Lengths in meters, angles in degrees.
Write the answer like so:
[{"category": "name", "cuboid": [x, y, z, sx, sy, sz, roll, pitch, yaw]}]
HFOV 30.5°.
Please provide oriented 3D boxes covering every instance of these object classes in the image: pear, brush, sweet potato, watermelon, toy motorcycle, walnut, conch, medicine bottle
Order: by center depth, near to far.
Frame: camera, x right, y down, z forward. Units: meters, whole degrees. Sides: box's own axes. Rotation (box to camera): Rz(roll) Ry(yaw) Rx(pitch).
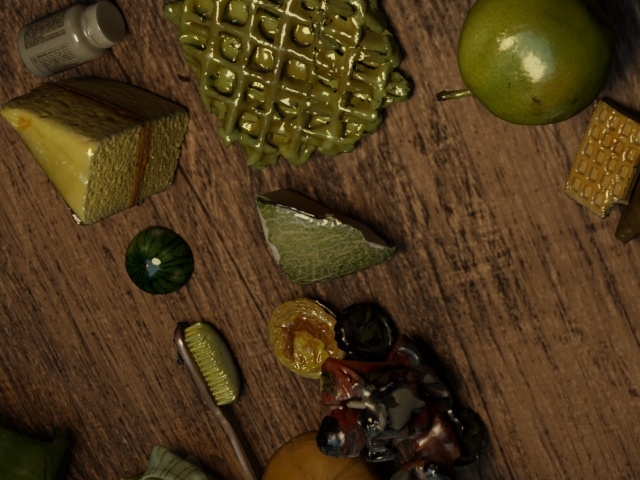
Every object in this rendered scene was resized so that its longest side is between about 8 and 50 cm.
[{"category": "pear", "cuboid": [0.230, -0.205, 1.355, 0.216, 0.166, 0.180, -37, 110, 24]}, {"category": "sweet potato", "cuboid": [0.422, -0.088, 1.393, 0.077, 0.077, 0.244, 23, 127, 11]}, {"category": "toy motorcycle", "cuboid": [0.131, 0.281, 1.613, 0.401, 0.207, 0.134, 48, 148, -7]}, {"category": "medicine bottle", "cuboid": [-0.342, -0.279, 1.615, 0.140, 0.079, 0.079, -15, 107, 28]}, {"category": "walnut", "cuboid": [0.009, 0.369, 1.700, 0.193, 0.226, 0.193, -4, 73, 13]}, {"category": "watermelon", "cuboid": [-0.244, 0.035, 1.734, 0.105, 0.062, 0.105, 5, 109, 14]}, {"category": "brush", "cuboid": [-0.134, 0.256, 1.794, 0.067, 0.072, 0.313, -19, 106, 15]}, {"category": "conch", "cuboid": [-0.218, 0.413, 1.841, 0.386, 0.169, 0.203, -13, 116, 28]}]

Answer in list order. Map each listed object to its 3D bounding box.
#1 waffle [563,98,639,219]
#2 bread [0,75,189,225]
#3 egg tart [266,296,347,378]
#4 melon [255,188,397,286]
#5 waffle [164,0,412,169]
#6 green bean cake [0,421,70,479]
[{"category": "waffle", "cuboid": [0.349, -0.094, 1.422, 0.092, 0.021, 0.135, 40, 129, 40]}, {"category": "bread", "cuboid": [-0.315, -0.132, 1.587, 0.178, 0.240, 0.135, 24, 115, 15]}, {"category": "egg tart", "cuboid": [-0.018, 0.136, 1.692, 0.130, 0.052, 0.130, 9, 118, 18]}, {"category": "melon", "cuboid": [-0.002, 0.005, 1.603, 0.202, 0.093, 0.139, 22, 118, 2]}, {"category": "waffle", "cuboid": [-0.048, -0.243, 1.511, 0.297, 0.073, 0.317, -20, 104, 29]}, {"category": "green bean cake", "cuboid": [-0.597, 0.414, 1.924, 0.319, 0.218, 0.335, 18, 132, -2]}]
